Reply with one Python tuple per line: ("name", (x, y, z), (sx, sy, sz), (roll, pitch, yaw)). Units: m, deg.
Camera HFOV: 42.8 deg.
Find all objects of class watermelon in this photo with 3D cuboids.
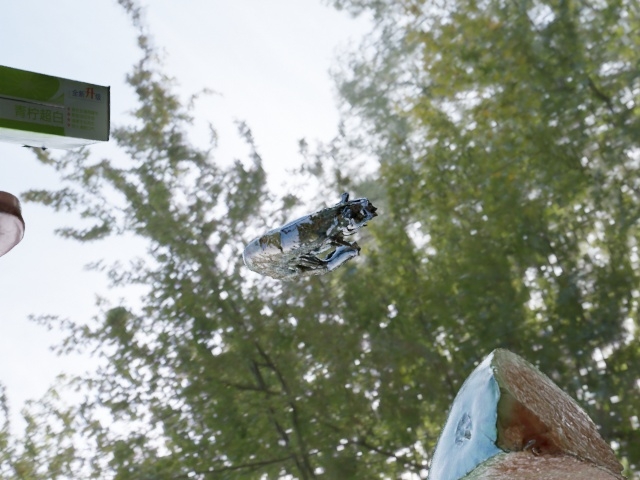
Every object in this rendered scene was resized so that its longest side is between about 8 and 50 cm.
("watermelon", (0.130, 0.174, 0.627), (0.231, 0.146, 0.128), (30, -162, -43))

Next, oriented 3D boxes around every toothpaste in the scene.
("toothpaste", (-0.355, -0.134, 0.735), (0.337, 0.081, 0.067), (2, -95, -49))

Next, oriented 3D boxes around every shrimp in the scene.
("shrimp", (0.000, 0.000, 0.762), (0.091, 0.161, 0.034), (24, -128, -40))

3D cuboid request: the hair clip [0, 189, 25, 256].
("hair clip", (-0.242, -0.026, 0.488), (0.123, 0.138, 0.102), (-9, -89, 2))
